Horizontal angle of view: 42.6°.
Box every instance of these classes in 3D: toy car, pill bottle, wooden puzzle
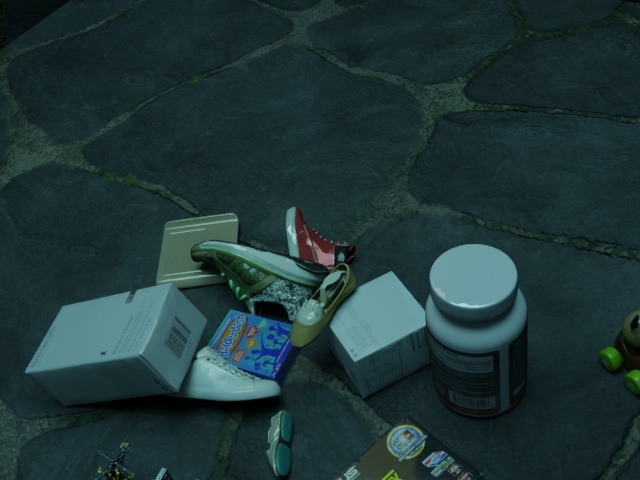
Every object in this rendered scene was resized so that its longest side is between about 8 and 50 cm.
[{"bbox_3d":[0.700,0.206,1.751,0.155,0.188,0.149,-28,46,-14],"label":"toy car"},{"bbox_3d":[0.330,0.192,1.731,0.210,0.363,0.210,-7,44,7],"label":"pill bottle"},{"bbox_3d":[-0.338,0.034,2.291,0.221,0.044,0.239,-8,49,6],"label":"wooden puzzle"}]

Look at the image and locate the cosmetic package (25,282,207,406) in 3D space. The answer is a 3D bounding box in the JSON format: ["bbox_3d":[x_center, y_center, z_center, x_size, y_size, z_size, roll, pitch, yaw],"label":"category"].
[{"bbox_3d":[-0.482,0.251,1.940,0.385,0.156,0.217,-13,41,29],"label":"cosmetic package"}]

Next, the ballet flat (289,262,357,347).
[{"bbox_3d":[-0.002,0.140,1.862,0.080,0.073,0.232,18,53,31],"label":"ballet flat"}]

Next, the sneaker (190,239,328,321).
[{"bbox_3d":[-0.183,0.106,2.092,0.410,0.158,0.182,12,88,33],"label":"sneaker"}]

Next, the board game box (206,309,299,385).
[{"bbox_3d":[-0.164,0.261,2.010,0.210,0.047,0.160,10,49,24],"label":"board game box"}]

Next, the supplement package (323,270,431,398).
[{"bbox_3d":[0.133,0.217,1.907,0.203,0.149,0.194,-25,44,-12],"label":"supplement package"}]

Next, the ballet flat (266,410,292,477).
[{"bbox_3d":[-0.093,0.453,1.807,0.052,0.057,0.168,-27,34,27],"label":"ballet flat"}]

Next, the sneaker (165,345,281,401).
[{"bbox_3d":[-0.230,0.309,1.907,0.290,0.106,0.123,1,82,16],"label":"sneaker"}]

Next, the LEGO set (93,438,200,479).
[{"bbox_3d":[-0.368,0.565,1.650,0.331,0.192,0.255,18,52,29],"label":"LEGO set"}]

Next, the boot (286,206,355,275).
[{"bbox_3d":[0.000,0.000,2.210,0.176,0.088,0.244,-12,52,1],"label":"boot"}]

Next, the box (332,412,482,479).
[{"bbox_3d":[0.162,0.510,1.670,0.270,0.060,0.216,-36,49,-22],"label":"box"}]
